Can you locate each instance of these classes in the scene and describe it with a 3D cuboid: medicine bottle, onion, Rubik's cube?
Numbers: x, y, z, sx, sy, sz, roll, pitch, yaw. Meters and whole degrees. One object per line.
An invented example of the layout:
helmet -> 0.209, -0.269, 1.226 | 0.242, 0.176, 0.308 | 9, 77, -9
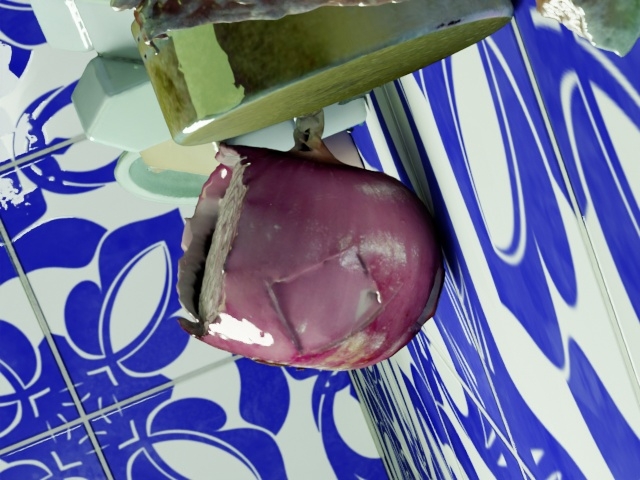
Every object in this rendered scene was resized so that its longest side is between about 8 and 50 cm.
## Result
medicine bottle -> -0.048, -0.213, 0.744 | 0.151, 0.151, 0.322 | 137, 112, -87
onion -> -0.003, 0.014, 1.286 | 0.207, 0.201, 0.200 | -38, 71, 59
Rubik's cube -> -0.095, -0.153, 1.387 | 0.224, 0.213, 0.265 | 73, 172, -50

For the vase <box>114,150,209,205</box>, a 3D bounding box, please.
vase -> -0.116, -0.194, 1.601 | 0.143, 0.143, 0.299 | 76, -171, -67

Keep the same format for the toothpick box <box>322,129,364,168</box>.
toothpick box -> -0.034, -0.042, 1.662 | 0.098, 0.149, 0.098 | 158, 90, -87

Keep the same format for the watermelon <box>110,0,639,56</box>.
watermelon -> 0.018, -0.127, 0.523 | 0.098, 0.158, 0.121 | 72, -157, -52
